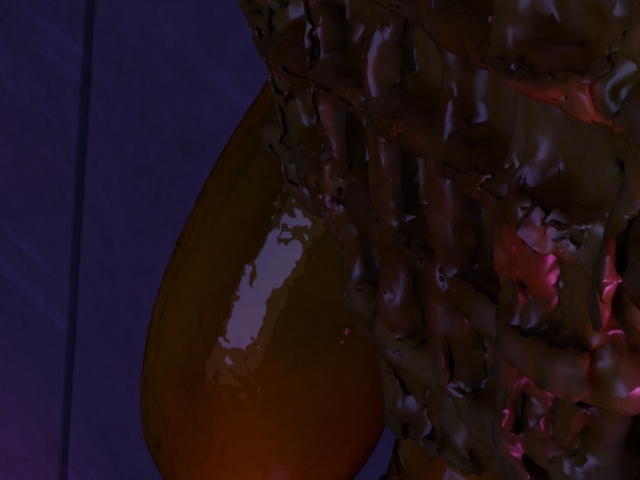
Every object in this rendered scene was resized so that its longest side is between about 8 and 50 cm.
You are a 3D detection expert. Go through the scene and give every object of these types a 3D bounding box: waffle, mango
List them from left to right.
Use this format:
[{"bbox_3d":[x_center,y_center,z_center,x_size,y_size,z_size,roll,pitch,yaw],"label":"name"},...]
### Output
[{"bbox_3d":[0.000,0.000,0.633,0.119,0.176,0.317,23,112,0],"label":"mango"},{"bbox_3d":[0.032,-0.058,0.417,0.291,0.051,0.291,164,90,-69],"label":"waffle"}]

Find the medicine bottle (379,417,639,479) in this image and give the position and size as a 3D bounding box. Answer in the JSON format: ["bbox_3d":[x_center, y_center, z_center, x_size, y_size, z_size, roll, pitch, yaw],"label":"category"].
[{"bbox_3d":[0.089,0.050,0.597,0.096,0.096,0.192,41,135,31],"label":"medicine bottle"}]
